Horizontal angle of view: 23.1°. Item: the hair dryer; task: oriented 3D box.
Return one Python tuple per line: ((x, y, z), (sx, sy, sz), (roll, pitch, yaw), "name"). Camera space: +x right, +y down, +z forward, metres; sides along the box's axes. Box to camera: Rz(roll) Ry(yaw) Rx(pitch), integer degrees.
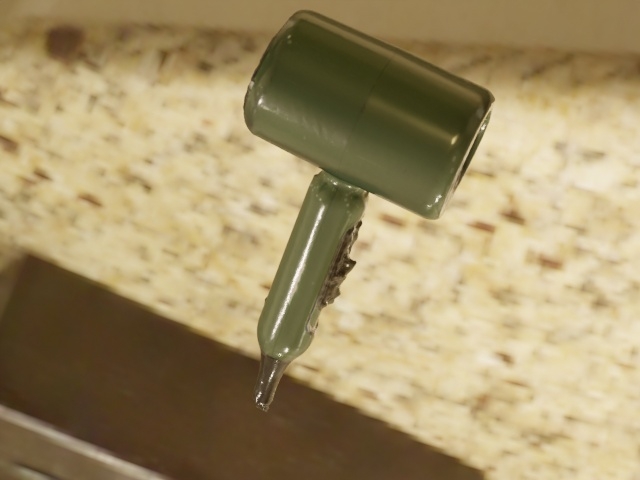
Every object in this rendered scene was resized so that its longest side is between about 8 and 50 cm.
((0.000, 0.000, 0.528), (0.071, 0.047, 0.150), (26, 124, 8), "hair dryer")
